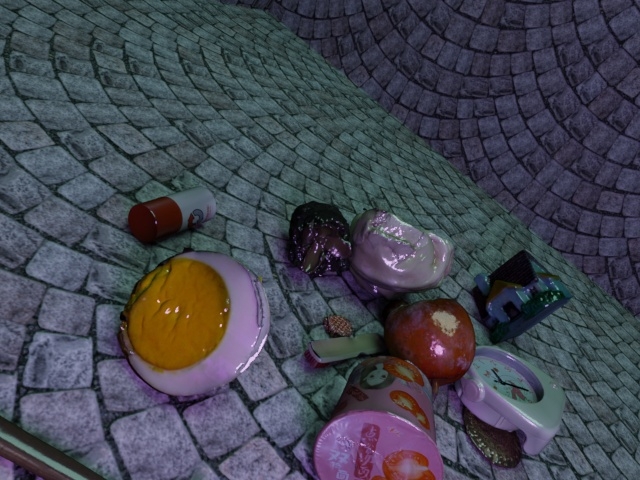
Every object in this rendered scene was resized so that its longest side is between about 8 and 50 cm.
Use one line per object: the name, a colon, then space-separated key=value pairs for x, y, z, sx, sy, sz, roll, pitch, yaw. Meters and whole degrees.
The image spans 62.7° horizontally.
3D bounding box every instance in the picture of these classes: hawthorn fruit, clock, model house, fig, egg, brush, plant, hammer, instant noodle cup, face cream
hawthorn fruit: x=0.297 y=0.264 z=1.363 sx=0.263 sy=0.235 sz=0.231 roll=50 pitch=24 yaw=9
clock: x=0.494 y=0.404 z=1.440 sx=0.324 sy=0.109 sz=0.265 roll=32 pitch=29 yaw=21
model house: x=0.665 y=0.173 z=1.815 sx=0.230 sy=0.280 sz=0.249 roll=-1 pitch=52 yaw=-48
fig: x=0.225 y=0.215 z=1.533 sx=0.089 sy=0.089 sz=0.125 roll=42 pitch=2 yaw=10
egg: x=-0.228 y=0.162 z=1.022 sx=0.264 sy=0.286 sz=0.174 roll=52 pitch=-5 yaw=14
brush: x=0.072 y=0.275 z=1.315 sx=0.321 sy=0.050 sz=0.060 roll=6 pitch=38 yaw=-52
plant: x=0.000 y=0.000 z=1.481 sx=0.178 sy=0.204 sz=0.234 roll=11 pitch=26 yaw=-20
hammer: x=-0.371 y=0.341 z=0.771 sx=0.440 sy=0.044 sz=0.168 roll=33 pitch=29 yaw=-4
instant noodle cup: x=0.126 y=0.375 z=1.055 sx=0.243 sy=0.243 sz=0.231 roll=36 pitch=23 yaw=0
face cream: x=-0.361 y=-0.067 z=1.299 sx=0.096 sy=0.096 sz=0.214 roll=42 pitch=31 yaw=11

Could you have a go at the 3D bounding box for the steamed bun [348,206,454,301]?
steamed bun: x=0.205 y=0.060 z=1.567 sx=0.346 sy=0.238 sz=0.394 roll=19 pitch=-5 yaw=39

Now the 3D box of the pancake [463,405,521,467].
pancake: x=0.453 y=0.509 z=1.388 sx=0.199 sy=0.021 sz=0.199 roll=25 pitch=31 yaw=-17

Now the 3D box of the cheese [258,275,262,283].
cheese: x=-0.218 y=0.153 z=1.160 sx=0.171 sy=0.126 sz=0.093 roll=1 pitch=48 yaw=-18

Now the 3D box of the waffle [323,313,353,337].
waffle: x=0.046 y=0.224 z=1.368 sx=0.083 sy=0.029 sz=0.075 roll=15 pitch=33 yaw=-27
